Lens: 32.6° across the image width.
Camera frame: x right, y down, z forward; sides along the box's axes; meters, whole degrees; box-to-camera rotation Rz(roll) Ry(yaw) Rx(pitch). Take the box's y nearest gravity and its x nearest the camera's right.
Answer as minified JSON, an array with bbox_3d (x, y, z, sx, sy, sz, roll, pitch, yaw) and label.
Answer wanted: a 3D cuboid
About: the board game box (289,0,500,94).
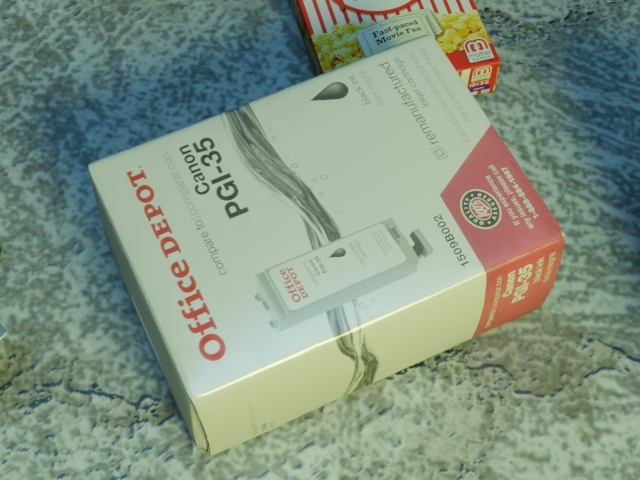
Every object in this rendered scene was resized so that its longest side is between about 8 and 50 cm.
[{"bbox_3d":[0.053,-0.201,0.953,0.147,0.045,0.193,-14,62,-8],"label":"board game box"}]

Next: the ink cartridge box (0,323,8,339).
[{"bbox_3d":[-0.319,0.085,0.762,0.181,0.061,0.104,-36,23,-18],"label":"ink cartridge box"}]

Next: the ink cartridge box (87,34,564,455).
[{"bbox_3d":[0.000,0.000,0.804,0.283,0.117,0.207,-23,64,-12],"label":"ink cartridge box"}]
